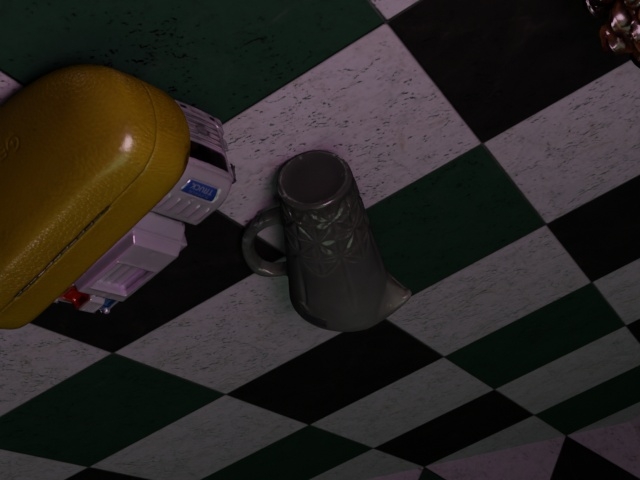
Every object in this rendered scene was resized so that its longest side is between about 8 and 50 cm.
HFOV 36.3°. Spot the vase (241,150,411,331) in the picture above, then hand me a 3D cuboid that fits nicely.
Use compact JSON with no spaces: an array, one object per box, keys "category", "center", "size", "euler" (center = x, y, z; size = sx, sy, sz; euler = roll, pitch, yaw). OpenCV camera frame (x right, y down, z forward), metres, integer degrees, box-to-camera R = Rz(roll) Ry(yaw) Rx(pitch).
[{"category":"vase","center":[0.000,0.000,1.422],"size":[0.251,0.156,0.300],"euler":[3,146,11]}]

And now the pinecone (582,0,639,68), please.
[{"category":"pinecone","center":[0.408,-0.302,1.096],"size":[0.222,0.221,0.221],"euler":[-15,150,-9]}]

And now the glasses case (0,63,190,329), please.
[{"category":"glasses case","center":[-0.314,-0.055,1.084],"size":[0.371,0.173,0.141],"euler":[-39,146,26]}]

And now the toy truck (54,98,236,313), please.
[{"category":"toy truck","center":[-0.225,-0.039,1.186],"size":[0.268,0.155,0.124],"euler":[-37,147,27]}]
